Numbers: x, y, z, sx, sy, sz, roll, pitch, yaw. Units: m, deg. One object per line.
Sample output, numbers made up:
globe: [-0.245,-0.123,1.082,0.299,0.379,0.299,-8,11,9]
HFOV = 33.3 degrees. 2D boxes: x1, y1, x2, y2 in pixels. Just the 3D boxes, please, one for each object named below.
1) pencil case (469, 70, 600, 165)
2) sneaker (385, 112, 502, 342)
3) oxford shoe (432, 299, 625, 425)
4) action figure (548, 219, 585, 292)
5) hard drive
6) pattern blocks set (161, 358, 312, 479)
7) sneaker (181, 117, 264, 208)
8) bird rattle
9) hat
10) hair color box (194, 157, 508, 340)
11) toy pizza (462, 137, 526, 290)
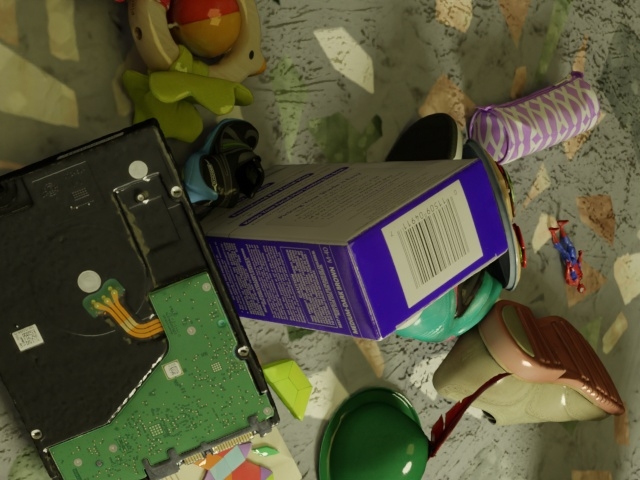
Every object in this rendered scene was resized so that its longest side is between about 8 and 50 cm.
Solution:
pencil case: [0.297,-0.168,1.472,0.206,0.086,0.088,-25,121,-34]
sneaker: [0.159,0.001,1.358,0.178,0.124,0.295,36,60,-43]
oxford shoe: [0.293,0.189,1.484,0.397,0.146,0.140,27,32,-45]
action figure: [0.368,0.028,1.574,0.038,0.030,0.115,-37,115,-35]
hard drive: [-0.206,0.077,1.056,0.237,0.064,0.339,-22,107,-2]
pattern blocks set: [-0.110,0.251,1.224,0.325,0.026,0.285,49,64,-27]
sneaker: [-0.096,-0.076,1.146,0.078,0.188,0.067,19,115,1]
bird rattle: [-0.154,-0.235,1.138,0.207,0.143,0.253,-25,94,-46]
hat: [0.117,0.268,1.296,0.173,0.183,0.208,-12,99,-36]
hair color box: [0.000,0.000,1.098,0.185,0.339,0.110,-31,112,-32]
toy pizza: [0.223,-0.035,1.364,0.032,0.201,0.201,-15,103,-3]
